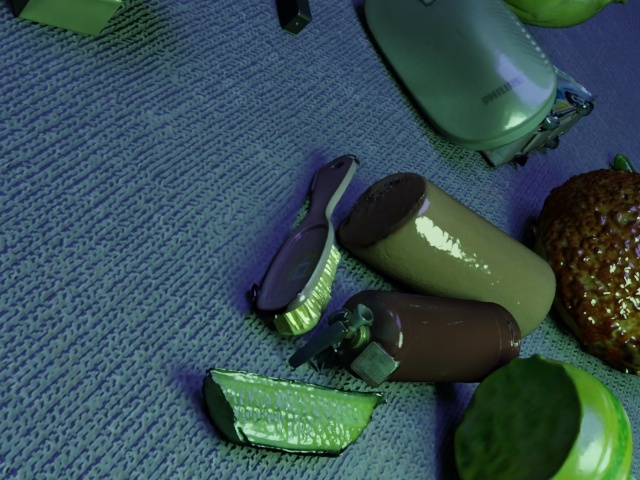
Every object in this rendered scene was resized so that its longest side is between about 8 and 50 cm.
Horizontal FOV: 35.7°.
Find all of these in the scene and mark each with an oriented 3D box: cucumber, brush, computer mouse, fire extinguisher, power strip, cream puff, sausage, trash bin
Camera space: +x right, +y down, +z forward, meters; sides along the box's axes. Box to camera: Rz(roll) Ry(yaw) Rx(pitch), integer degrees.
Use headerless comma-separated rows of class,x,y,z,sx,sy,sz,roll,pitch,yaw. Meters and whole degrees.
cucumber,0.588,-0.094,1.850,0.037,0.037,0.155,-7,62,-51
brush,-0.001,0.002,1.076,0.067,0.072,0.313,63,25,-26
computer mouse,0.201,-0.281,1.445,0.331,0.197,0.095,53,-7,14
fire extinguisher,0.093,0.106,1.038,0.269,0.104,0.105,8,54,-44
power strip,-0.039,-0.329,1.338,0.029,0.038,0.111,20,47,-39
cream puff,0.465,0.036,1.430,0.350,0.228,0.351,27,43,-28
cucumber,-0.018,0.167,0.913,0.220,0.046,0.071,14,51,-40
sausage,0.151,0.017,1.172,0.252,0.123,0.123,30,40,-28
trash bin,-0.256,-0.243,0.993,0.092,0.061,0.043,-2,61,-46

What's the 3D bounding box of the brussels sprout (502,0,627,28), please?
brussels sprout,0.388,-0.539,1.761,0.361,0.425,0.343,35,77,-59

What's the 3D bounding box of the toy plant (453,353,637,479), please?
toy plant,0.297,0.275,1.082,0.316,0.184,0.224,40,18,-34

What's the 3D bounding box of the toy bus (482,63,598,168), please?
toy bus,0.338,-0.213,1.614,0.138,0.112,0.317,48,32,12
